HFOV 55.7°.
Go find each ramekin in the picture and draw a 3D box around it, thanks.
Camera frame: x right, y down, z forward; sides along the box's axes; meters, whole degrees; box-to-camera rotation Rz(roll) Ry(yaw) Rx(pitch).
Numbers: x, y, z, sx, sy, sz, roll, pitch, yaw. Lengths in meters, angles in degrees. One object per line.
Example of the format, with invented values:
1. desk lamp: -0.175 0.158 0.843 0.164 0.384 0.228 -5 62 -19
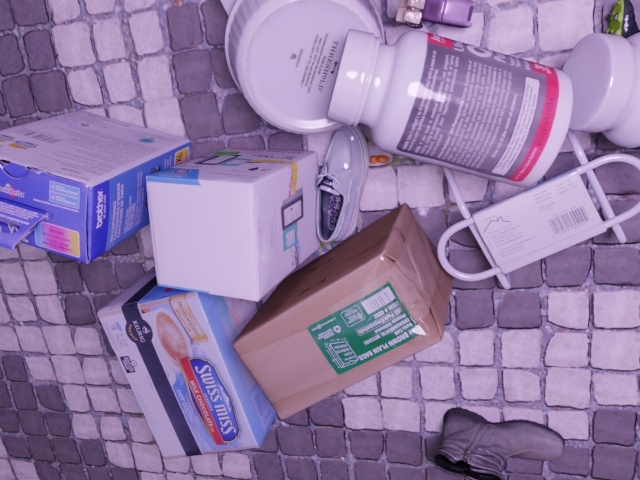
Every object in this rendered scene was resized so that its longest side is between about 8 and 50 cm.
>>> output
1. ramekin: -0.020 -0.297 0.976 0.272 0.127 0.273 -3 123 -5

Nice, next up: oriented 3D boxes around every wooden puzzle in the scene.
1. wooden puzzle: 0.000 0.000 1.202 0.083 0.006 0.049 -22 102 23

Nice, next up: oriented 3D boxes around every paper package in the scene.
1. paper package: 0.050 0.116 1.063 0.324 0.309 0.168 -32 98 23

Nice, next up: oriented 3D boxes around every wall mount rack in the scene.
1. wall mount rack: 0.337 -0.091 1.008 0.350 0.130 0.304 -26 104 23

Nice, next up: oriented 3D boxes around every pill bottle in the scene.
1. pill bottle: 0.176 -0.198 0.875 0.318 0.176 0.177 14 114 -3
2. pill bottle: 0.493 -0.204 0.847 0.278 0.162 0.162 5 112 -8

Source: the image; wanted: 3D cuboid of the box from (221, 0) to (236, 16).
1. box: -0.113 -0.428 1.033 0.101 0.087 0.102 -24 101 22

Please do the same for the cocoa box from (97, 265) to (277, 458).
1. cocoa box: -0.237 0.225 1.232 0.227 0.231 0.347 -13 106 20

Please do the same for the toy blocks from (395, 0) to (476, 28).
1. toy blocks: 0.251 -0.431 0.811 0.259 0.288 0.309 17 110 16

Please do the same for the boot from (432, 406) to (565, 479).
1. boot: 0.344 0.417 1.166 0.246 0.161 0.084 8 112 14

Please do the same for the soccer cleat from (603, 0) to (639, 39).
1. soccer cleat: 0.479 -0.281 0.930 0.072 0.060 0.179 -9 113 10

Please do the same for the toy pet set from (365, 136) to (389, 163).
1. toy pet set: 0.121 -0.188 1.064 0.114 0.065 0.122 8 112 14

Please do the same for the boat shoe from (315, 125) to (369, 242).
1. boat shoe: 0.033 -0.100 1.105 0.079 0.081 0.228 18 115 30

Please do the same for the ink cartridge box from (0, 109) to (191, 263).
1. ink cartridge box: -0.448 -0.105 1.083 0.269 0.395 0.151 16 113 11

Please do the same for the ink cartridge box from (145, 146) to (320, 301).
1. ink cartridge box: -0.139 -0.044 1.075 0.198 0.270 0.197 6 110 20
